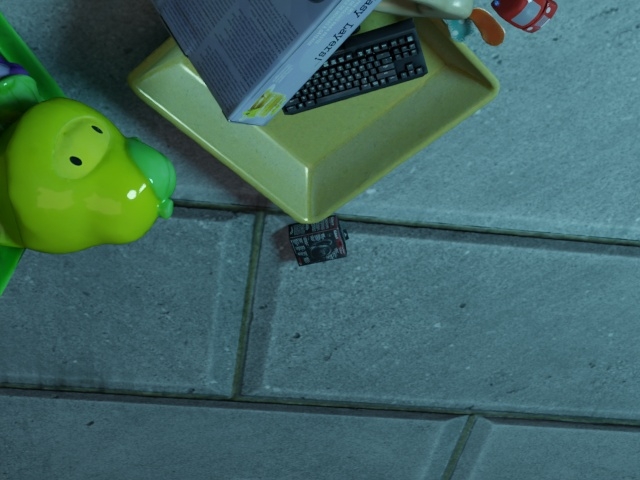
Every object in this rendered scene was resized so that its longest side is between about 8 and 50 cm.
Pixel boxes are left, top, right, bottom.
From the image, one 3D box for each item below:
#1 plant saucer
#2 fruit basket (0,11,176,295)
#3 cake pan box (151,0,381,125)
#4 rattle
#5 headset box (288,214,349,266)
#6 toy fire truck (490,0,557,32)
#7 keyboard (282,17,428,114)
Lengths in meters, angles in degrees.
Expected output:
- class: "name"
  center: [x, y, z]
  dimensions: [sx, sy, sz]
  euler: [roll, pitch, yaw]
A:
- class: "plant saucer"
  center: [-0.007, -0.211, 1.125]
  dimensions: [0.333, 0.081, 0.333]
  euler: [-34, 126, 26]
- class: "fruit basket"
  center: [-0.365, -0.090, 1.020]
  dimensions: [0.392, 0.392, 0.283]
  euler: [-21, 130, 15]
- class: "cake pan box"
  center: [-0.066, -0.293, 0.931]
  dimensions: [0.246, 0.266, 0.070]
  euler: [-44, 158, 26]
- class: "rattle"
  center: [0.113, -0.296, 0.970]
  dimensions: [0.200, 0.142, 0.130]
  euler: [5, 170, -18]
- class: "headset box"
  center: [0.000, 0.000, 1.350]
  dimensions: [0.083, 0.032, 0.062]
  euler: [-13, 132, 7]
- class: "toy fire truck"
  center: [0.167, -0.315, 1.001]
  dimensions: [0.135, 0.192, 0.047]
  euler: [2, 140, -45]
- class: "keyboard"
  center: [0.027, -0.208, 1.061]
  dimensions: [0.180, 0.023, 0.108]
  euler: [-16, 131, 10]
